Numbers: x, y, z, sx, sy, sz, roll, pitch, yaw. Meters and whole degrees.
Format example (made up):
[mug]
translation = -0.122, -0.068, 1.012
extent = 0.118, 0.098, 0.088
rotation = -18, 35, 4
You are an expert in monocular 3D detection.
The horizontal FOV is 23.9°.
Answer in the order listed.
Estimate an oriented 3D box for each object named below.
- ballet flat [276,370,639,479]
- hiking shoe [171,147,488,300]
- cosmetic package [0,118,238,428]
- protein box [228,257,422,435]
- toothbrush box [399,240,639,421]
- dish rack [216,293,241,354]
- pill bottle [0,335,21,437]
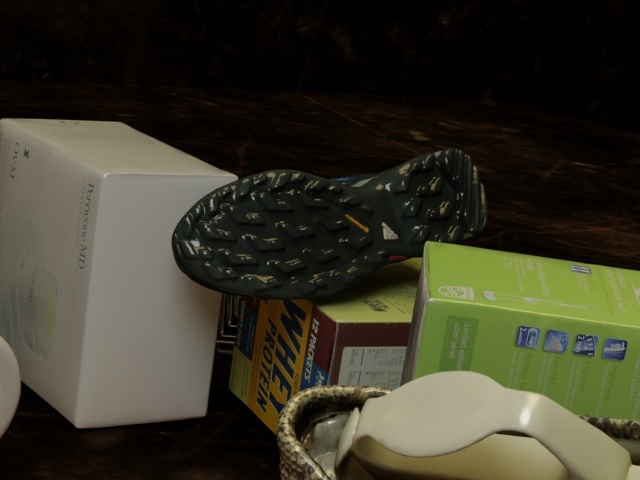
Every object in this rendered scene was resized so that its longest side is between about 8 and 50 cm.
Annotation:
[ballet flat]
translation = 0.171, 0.162, 0.933
extent = 0.483, 0.182, 0.164
rotation = 3, 45, 33
[hiking shoe]
translation = 0.000, 0.000, 1.310
extent = 0.304, 0.113, 0.132
rotation = -8, -10, -32
[cosmetic package]
translation = -0.198, 0.022, 1.364
extent = 0.138, 0.224, 0.224
rotation = -1, 16, -36
[protein box]
translation = 0.052, 0.104, 1.359
extent = 0.201, 0.136, 0.200
rotation = 2, 15, -26
[toothbrush box]
translation = 0.202, 0.132, 1.157
extent = 0.283, 0.206, 0.122
rotation = 8, 22, 1
[dish rack]
translation = -0.016, 0.066, 1.589
extent = 0.271, 0.074, 0.208
rotation = 5, 14, 8
[pill bottle]
translation = -0.344, 0.094, 1.207
extent = 0.121, 0.121, 0.216
rotation = -5, 18, -43
